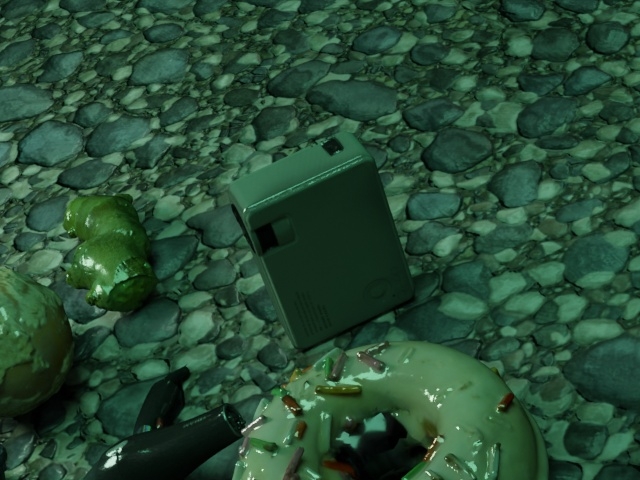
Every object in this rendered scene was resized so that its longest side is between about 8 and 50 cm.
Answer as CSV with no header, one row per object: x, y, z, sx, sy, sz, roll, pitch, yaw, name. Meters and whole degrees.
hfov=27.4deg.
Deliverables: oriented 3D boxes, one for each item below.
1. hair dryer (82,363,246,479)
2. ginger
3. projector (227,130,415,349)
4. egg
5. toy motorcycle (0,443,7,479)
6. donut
-0.192,0.221,1.695,0.236,0.091,0.271,-31,26,18,hair dryer
-0.332,0.011,2.023,0.137,0.089,0.290,-33,40,12,ginger
0.000,0.000,1.755,0.192,0.256,0.099,-26,38,-8,projector
-0.446,0.142,1.825,0.203,0.203,0.245,-28,29,-10,egg
-0.506,0.346,1.590,0.213,0.125,0.358,-7,15,14,toy motorcycle
0.072,0.258,1.509,0.383,0.142,0.382,-12,38,9,donut
